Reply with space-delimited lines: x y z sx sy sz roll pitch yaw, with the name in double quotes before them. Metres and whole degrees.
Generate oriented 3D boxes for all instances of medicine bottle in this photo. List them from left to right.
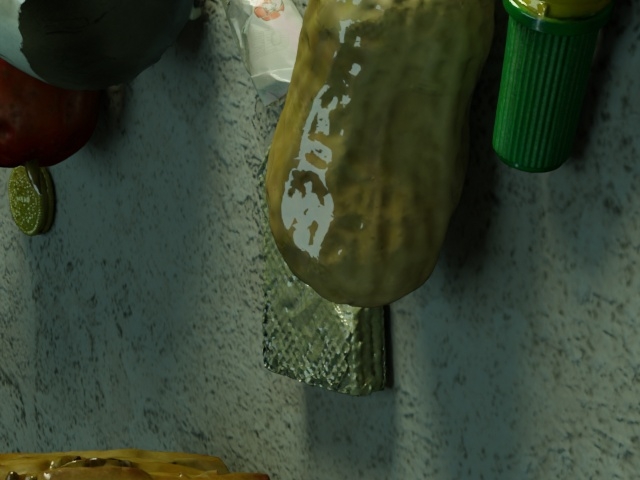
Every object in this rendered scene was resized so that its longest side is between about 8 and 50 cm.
"medicine bottle" 0.159 -0.186 1.248 0.111 0.076 0.309 17 120 16

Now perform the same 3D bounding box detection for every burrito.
"burrito" -0.055 -0.198 1.624 0.203 0.064 0.064 64 144 26

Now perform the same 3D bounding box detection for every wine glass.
"wine glass" -0.255 -0.291 1.778 0.323 0.238 0.238 54 138 37

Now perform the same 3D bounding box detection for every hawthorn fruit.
"hawthorn fruit" -0.299 -0.141 1.926 0.179 0.179 0.200 -16 87 58

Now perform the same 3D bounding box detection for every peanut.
"peanut" 0.040 -0.101 1.408 0.159 0.143 0.291 -142 58 -60

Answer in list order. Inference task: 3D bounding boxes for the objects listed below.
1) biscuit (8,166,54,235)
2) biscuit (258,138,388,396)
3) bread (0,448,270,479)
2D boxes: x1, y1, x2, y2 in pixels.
"biscuit" -0.316 -0.046 2.109 0.084 0.023 0.084 17 111 55
"biscuit" 0.000 0.000 1.578 0.147 0.046 0.250 14 107 58
"bread" -0.156 0.329 1.662 0.191 0.314 0.370 -45 52 42
